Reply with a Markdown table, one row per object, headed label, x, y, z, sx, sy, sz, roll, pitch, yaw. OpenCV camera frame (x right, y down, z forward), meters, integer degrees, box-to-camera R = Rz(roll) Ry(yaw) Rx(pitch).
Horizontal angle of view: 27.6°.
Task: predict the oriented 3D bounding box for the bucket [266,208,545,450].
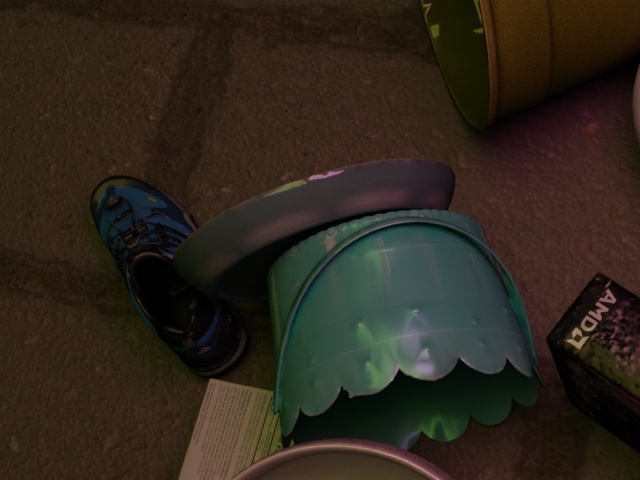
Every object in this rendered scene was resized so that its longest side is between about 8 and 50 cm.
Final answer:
| label | x | y | z | sx | sy | sz | roll | pitch | yaw |
| --- | --- | --- | --- | --- | --- | --- | --- | --- | --- |
| bucket | 0.077 | 0.099 | 1.343 | 0.281 | 0.281 | 0.183 | -18 | 67 | 9 |

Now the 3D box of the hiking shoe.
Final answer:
| label | x | y | z | sx | sy | sz | roll | pitch | yaw |
| --- | --- | --- | --- | --- | --- | --- | --- | --- | --- |
| hiking shoe | -0.189 | 0.019 | 1.542 | 0.113 | 0.132 | 0.304 | -38 | 62 | -1 |

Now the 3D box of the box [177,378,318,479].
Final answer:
| label | x | y | z | sx | sy | sz | roll | pitch | yaw |
| --- | --- | --- | --- | --- | --- | --- | --- | --- | --- |
| box | -0.070 | 0.232 | 1.447 | 0.137 | 0.072 | 0.126 | 9 | 70 | 21 |

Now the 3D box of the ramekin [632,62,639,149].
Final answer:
| label | x | y | z | sx | sy | sz | roll | pitch | yaw |
| --- | --- | --- | --- | --- | --- | --- | --- | --- | --- |
| ramekin | 0.469 | -0.135 | 1.324 | 0.277 | 0.135 | 0.277 | 0 | 104 | 1 |

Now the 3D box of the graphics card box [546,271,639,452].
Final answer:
| label | x | y | z | sx | sy | sz | roll | pitch | yaw |
| --- | --- | --- | --- | --- | --- | --- | --- | --- | --- |
| graphics card box | 0.396 | 0.195 | 1.230 | 0.371 | 0.233 | 0.094 | 37 | 82 | 26 |

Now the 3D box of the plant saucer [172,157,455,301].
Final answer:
| label | x | y | z | sx | sy | sz | roll | pitch | yaw |
| --- | --- | --- | --- | --- | --- | --- | --- | --- | --- |
| plant saucer | 0.000 | 0.000 | 1.393 | 0.318 | 0.317 | 0.043 | -21 | 73 | 8 |

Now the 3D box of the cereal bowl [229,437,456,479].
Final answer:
| label | x | y | z | sx | sy | sz | roll | pitch | yaw |
| --- | --- | --- | --- | --- | --- | --- | --- | --- | --- |
| cereal bowl | 0.032 | 0.360 | 1.296 | 0.339 | 0.141 | 0.339 | 0 | 88 | 10 |

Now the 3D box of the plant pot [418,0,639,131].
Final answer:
| label | x | y | z | sx | sy | sz | roll | pitch | yaw |
| --- | --- | --- | --- | --- | --- | --- | --- | --- | --- |
| plant pot | 0.300 | -0.342 | 1.455 | 0.353 | 0.366 | 0.366 | -15 | 63 | -3 |
